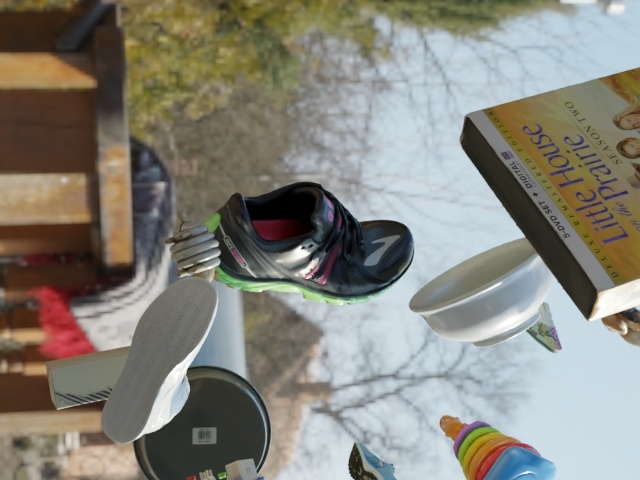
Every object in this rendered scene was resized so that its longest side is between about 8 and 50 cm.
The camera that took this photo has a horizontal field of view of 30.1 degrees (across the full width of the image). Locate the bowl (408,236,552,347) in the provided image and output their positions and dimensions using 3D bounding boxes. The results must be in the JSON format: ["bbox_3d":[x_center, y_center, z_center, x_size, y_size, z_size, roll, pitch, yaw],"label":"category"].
[{"bbox_3d":[0.329,0.114,2.287,0.134,0.298,0.298,63,-7,-8],"label":"bowl"}]

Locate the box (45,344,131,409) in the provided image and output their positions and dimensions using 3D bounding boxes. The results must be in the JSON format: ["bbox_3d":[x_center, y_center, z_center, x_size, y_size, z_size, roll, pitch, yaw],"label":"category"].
[{"bbox_3d":[-0.458,0.292,2.623,0.113,0.275,0.094,-169,-111,-73],"label":"box"}]

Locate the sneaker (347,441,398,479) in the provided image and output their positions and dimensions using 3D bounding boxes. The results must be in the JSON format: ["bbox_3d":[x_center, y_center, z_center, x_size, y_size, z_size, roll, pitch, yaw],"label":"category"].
[{"bbox_3d":[0.109,0.462,2.377,0.162,0.073,0.063,50,-51,52],"label":"sneaker"}]

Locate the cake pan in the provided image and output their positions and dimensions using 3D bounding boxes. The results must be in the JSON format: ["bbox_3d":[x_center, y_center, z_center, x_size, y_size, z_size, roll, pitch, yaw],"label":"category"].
[{"bbox_3d":[-0.242,0.407,2.475,0.054,0.293,0.293,173,-85,-78],"label":"cake pan"}]

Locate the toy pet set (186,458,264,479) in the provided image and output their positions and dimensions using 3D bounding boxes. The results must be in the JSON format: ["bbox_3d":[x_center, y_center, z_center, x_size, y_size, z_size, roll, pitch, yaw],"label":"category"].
[{"bbox_3d":[-0.152,0.430,2.096,0.114,0.122,0.065,-29,-111,37],"label":"toy pet set"}]

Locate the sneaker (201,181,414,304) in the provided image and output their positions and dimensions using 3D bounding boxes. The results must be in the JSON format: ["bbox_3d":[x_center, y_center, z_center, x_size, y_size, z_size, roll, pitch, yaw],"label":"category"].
[{"bbox_3d":[0.000,0.000,2.274,0.202,0.483,0.185,-56,-133,38],"label":"sneaker"}]

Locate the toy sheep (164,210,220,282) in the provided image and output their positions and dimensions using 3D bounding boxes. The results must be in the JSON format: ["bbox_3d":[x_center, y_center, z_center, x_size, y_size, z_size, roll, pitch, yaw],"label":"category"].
[{"bbox_3d":[-0.211,0.013,1.981,0.091,0.091,0.132,-177,-109,-80],"label":"toy sheep"}]

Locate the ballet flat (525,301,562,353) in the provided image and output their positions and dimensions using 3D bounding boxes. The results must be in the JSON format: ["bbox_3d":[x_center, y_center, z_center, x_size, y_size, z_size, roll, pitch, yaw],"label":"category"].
[{"bbox_3d":[0.437,0.149,2.531,0.221,0.077,0.079,39,-76,33],"label":"ballet flat"}]

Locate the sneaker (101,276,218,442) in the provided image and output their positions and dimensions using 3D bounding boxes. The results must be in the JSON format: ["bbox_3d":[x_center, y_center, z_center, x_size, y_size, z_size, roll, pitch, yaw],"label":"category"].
[{"bbox_3d":[-0.252,0.192,1.964,0.292,0.108,0.169,-59,171,-1],"label":"sneaker"}]

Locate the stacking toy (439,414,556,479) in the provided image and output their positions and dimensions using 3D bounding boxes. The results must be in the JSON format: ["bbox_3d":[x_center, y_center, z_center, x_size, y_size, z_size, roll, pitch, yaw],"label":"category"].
[{"bbox_3d":[0.350,0.458,2.568,0.166,0.175,0.302,-57,-145,5],"label":"stacking toy"}]

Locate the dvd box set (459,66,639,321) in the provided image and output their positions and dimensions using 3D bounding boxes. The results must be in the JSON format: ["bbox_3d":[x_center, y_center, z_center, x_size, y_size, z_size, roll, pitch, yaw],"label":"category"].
[{"bbox_3d":[0.423,-0.088,1.436,0.062,0.420,0.307,95,-27,-48],"label":"dvd box set"}]

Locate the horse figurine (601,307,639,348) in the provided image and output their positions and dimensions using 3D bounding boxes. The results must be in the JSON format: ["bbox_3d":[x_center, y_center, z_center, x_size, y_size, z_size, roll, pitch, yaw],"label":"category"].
[{"bbox_3d":[0.514,0.146,1.894,0.066,0.263,0.174,-54,-178,-4],"label":"horse figurine"}]
